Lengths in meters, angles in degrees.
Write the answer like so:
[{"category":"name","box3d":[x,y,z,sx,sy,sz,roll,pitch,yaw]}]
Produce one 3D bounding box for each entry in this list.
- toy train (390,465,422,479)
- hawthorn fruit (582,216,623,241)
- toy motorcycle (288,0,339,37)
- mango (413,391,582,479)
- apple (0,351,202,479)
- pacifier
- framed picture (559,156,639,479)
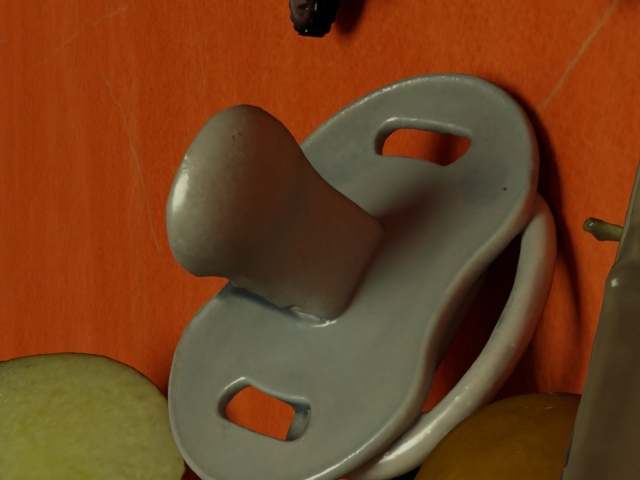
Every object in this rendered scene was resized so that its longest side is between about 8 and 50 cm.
[{"category":"toy train","box3d":[0.044,0.191,1.054,0.104,0.071,0.178,-102,21,-64]},{"category":"hawthorn fruit","box3d":[0.175,0.062,0.730,0.285,0.165,0.165,-96,22,-54]},{"category":"toy motorcycle","box3d":[0.014,-0.219,1.209,0.215,0.080,0.122,140,130,-64]},{"category":"mango","box3d":[0.103,0.157,0.862,0.254,0.139,0.175,-173,94,-73]},{"category":"apple","box3d":[-0.181,0.227,1.451,0.254,0.179,0.346,-62,29,19]},{"category":"pacifier","box3d":[0.000,0.000,1.007,0.227,0.207,0.279,11,66,51]},{"category":"framed picture","box3d":[0.116,-0.062,0.551,0.326,0.028,0.446,93,-166,-52]}]
